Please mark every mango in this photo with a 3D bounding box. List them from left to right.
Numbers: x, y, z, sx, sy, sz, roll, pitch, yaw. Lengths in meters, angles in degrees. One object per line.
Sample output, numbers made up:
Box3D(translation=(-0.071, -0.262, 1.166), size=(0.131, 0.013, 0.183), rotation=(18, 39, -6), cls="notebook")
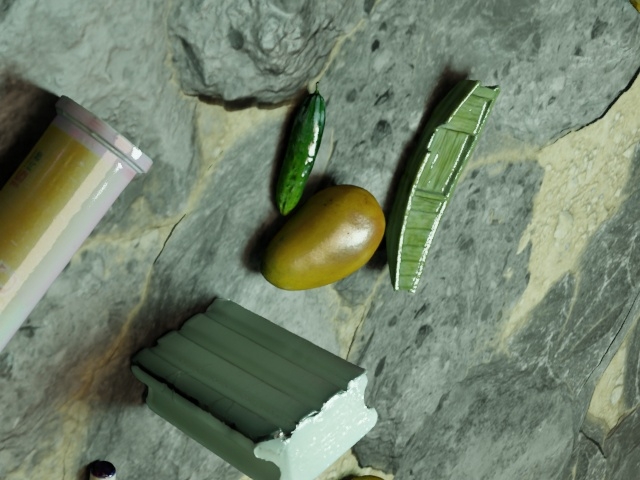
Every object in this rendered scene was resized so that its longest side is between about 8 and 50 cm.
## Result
Box3D(translation=(0.004, 0.002, 1.609), size=(0.163, 0.089, 0.111), rotation=(-44, 130, -4), cls="mango")

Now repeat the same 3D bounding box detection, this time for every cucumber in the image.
Box3D(translation=(-0.021, -0.102, 1.546), size=(0.039, 0.039, 0.168), rotation=(-6, 121, -47), cls="cucumber")

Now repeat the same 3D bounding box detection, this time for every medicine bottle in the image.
Box3D(translation=(-0.327, 0.063, 1.258), size=(0.426, 0.108, 0.108), rotation=(-53, 143, -5), cls="medicine bottle")

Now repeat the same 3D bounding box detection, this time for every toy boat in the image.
Box3D(translation=(0.143, -0.075, 1.739), size=(0.093, 0.055, 0.293), rotation=(6, 109, -52), cls="toy boat")

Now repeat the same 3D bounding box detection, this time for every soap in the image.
Box3D(translation=(-0.078, 0.167, 1.490), size=(0.150, 0.261, 0.094), rotation=(-33, 127, -29), cls="soap")

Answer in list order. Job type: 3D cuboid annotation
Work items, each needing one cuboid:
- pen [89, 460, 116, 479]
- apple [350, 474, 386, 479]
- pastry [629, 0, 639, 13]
Box3D(translation=(-0.268, 0.377, 1.599), size=(0.033, 0.033, 0.269), rotation=(-17, 127, -42), cls="pen")
Box3D(translation=(0.063, 0.393, 1.937), size=(0.102, 0.099, 0.114), rotation=(-33, 161, -29), cls="apple")
Box3D(translation=(0.507, -0.408, 1.891), size=(0.229, 0.100, 0.218), rotation=(-6, 119, -49), cls="pastry")
